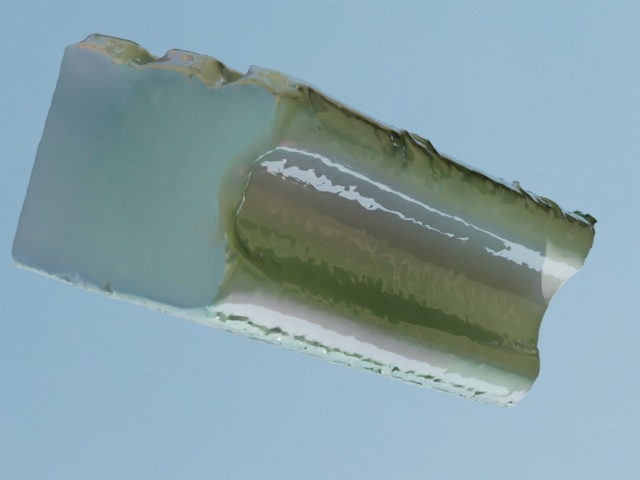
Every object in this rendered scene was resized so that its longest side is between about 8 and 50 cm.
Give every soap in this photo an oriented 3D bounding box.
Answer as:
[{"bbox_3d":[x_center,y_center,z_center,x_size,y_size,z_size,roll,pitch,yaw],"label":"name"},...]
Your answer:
[{"bbox_3d":[0.000,0.000,1.301,0.446,0.261,0.156,19,-94,-52],"label":"soap"}]
